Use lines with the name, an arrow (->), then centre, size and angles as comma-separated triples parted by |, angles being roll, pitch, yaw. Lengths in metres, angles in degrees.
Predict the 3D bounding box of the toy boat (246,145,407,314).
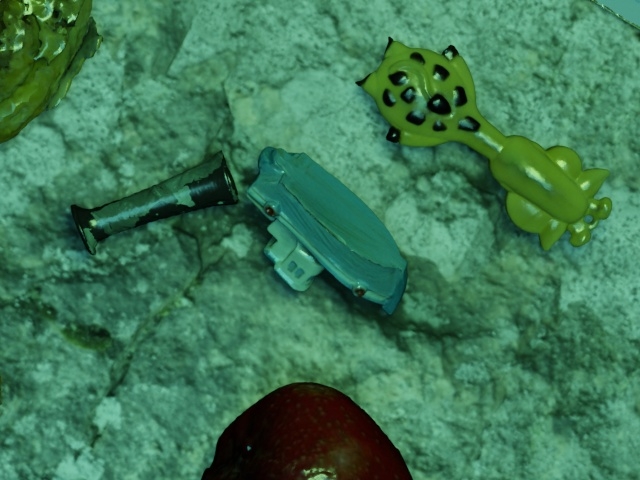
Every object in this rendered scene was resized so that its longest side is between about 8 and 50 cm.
toy boat -> 0.000, 0.000, 1.979 | 0.215, 0.088, 0.102 | 40, 128, -7

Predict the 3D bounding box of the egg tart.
egg tart -> -0.358, -0.234, 1.912 | 0.297, 0.132, 0.297 | 0, 91, -2

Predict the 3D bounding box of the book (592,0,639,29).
book -> 0.382, -0.366, 1.969 | 0.217, 0.021, 0.310 | 30, 95, -6

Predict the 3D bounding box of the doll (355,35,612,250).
doll -> 0.171, -0.101, 1.961 | 0.291, 0.086, 0.117 | 36, 99, -3

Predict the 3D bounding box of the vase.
vase -> -0.170, -0.038, 1.970 | 0.167, 0.059, 0.059 | -20, 97, 1

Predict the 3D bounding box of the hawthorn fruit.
hawthorn fruit -> 0.007, 0.286, 1.944 | 0.266, 0.210, 0.230 | 37, 97, -11
